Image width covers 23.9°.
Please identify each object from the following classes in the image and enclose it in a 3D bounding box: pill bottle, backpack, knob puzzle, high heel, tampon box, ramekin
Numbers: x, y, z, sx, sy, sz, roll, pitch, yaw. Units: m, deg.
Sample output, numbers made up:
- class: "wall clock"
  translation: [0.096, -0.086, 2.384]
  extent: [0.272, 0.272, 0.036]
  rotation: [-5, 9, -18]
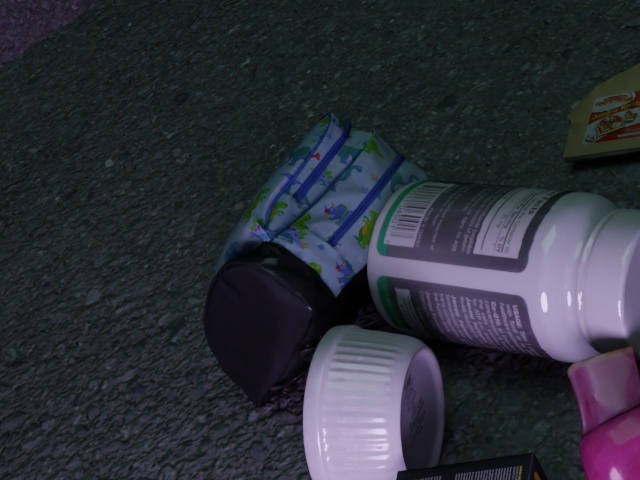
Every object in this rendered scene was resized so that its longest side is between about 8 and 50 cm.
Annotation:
- class: "pill bottle"
  translation: [0.251, 0.037, 1.816]
  extent: [0.361, 0.204, 0.204]
  rotation: [8, 49, 42]
- class: "backpack"
  translation: [0.000, 0.000, 2.007]
  extent: [0.355, 0.290, 0.273]
  rotation: [-35, 76, -30]
- class: "knob puzzle"
  translation: [0.440, -0.179, 2.113]
  extent: [0.213, 0.030, 0.213]
  rotation: [-21, 35, 15]
- class: "high heel"
  translation: [0.459, 0.177, 1.605]
  extent: [0.377, 0.127, 0.181]
  rotation: [-17, 64, 11]
- class: "tampon box"
  translation: [0.167, 0.307, 1.600]
  extent: [0.161, 0.120, 0.101]
  rotation: [-11, 39, 25]
- class: "ramekin"
  translation: [0.068, 0.202, 1.747]
  extent: [0.109, 0.207, 0.207]
  rotation: [0, 43, 23]
